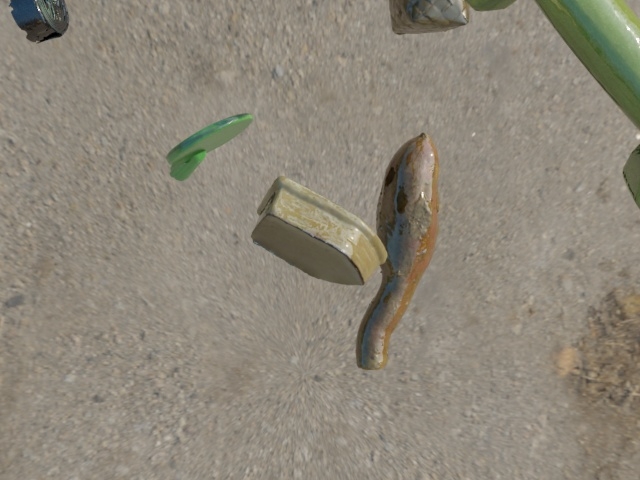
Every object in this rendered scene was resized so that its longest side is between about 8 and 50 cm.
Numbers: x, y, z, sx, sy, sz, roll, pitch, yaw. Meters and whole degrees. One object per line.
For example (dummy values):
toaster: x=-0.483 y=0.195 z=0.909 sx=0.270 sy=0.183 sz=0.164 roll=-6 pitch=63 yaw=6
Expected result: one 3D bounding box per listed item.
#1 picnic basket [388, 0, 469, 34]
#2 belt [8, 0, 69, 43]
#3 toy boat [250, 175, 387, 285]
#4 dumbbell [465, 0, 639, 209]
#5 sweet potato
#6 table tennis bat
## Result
picnic basket: x=0.154 y=-0.391 z=1.213 sx=0.128 sy=0.138 sz=0.179 roll=-1 pitch=97 yaw=-10
belt: x=-0.453 y=-0.388 z=1.357 sx=0.058 sy=0.105 sz=0.140 roll=-16 pitch=94 yaw=15
toy boat: x=0.000 y=0.000 z=1.139 sx=0.188 sy=0.116 sz=0.061 roll=29 pitch=59 yaw=-8
dumbbell: x=0.202 y=-0.131 z=0.580 sx=0.108 sy=0.121 sz=0.302 roll=-39 pitch=103 yaw=23
sweet potato: x=0.127 y=0.019 z=1.344 sx=0.109 sy=0.109 sz=0.385 roll=10 pitch=100 yaw=1
table tennis bat: x=-0.207 y=-0.160 z=1.465 sx=0.160 sy=0.257 sz=0.039 roll=-28 pitch=88 yaw=-31
